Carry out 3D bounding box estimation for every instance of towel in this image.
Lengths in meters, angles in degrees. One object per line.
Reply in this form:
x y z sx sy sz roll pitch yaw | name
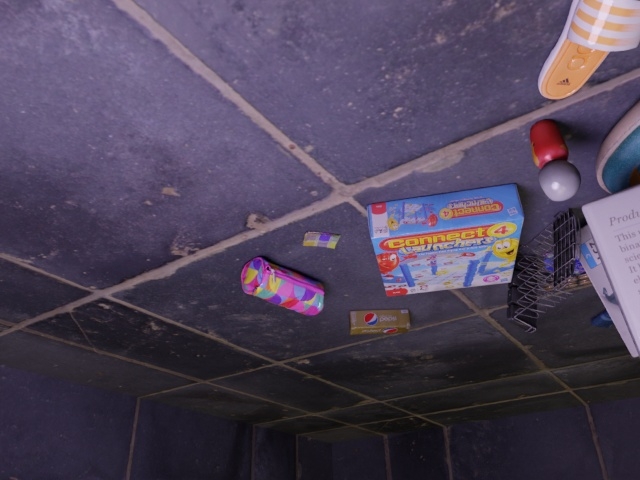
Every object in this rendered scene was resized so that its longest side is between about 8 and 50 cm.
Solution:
0.916 0.242 1.704 0.067 0.029 0.119 4 150 -9 | towel
0.000 0.000 1.255 0.083 0.009 0.060 5 148 -12 | towel

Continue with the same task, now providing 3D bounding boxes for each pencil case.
-0.091 0.120 1.371 0.104 0.104 0.236 -26 144 35 | pencil case

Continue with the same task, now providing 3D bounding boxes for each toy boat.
0.517 -0.139 0.910 0.318 0.148 0.267 -3 150 1 | toy boat

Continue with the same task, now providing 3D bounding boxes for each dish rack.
0.512 0.066 1.218 0.074 0.208 0.271 18 145 -4 | dish rack

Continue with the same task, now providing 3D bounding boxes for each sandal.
0.387 -0.275 0.739 0.102 0.076 0.265 -1 150 -2 | sandal

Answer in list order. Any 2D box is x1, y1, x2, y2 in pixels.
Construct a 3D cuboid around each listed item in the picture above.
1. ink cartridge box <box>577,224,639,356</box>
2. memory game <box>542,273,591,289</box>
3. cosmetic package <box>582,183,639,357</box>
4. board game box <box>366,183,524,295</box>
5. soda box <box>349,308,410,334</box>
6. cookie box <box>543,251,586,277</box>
0.688 0.055 1.105 0.066 0.296 0.261 -6 153 -28 | ink cartridge box
0.682 0.107 1.424 0.186 0.012 0.186 -10 165 -3 | memory game
0.650 0.092 0.831 0.329 0.394 0.327 -21 161 25 | cosmetic package
0.279 0.012 1.216 0.308 0.086 0.302 -8 150 10 | board game box
0.179 0.249 1.644 0.181 0.058 0.061 -1 150 0 | soda box
0.625 0.057 1.358 0.092 0.040 0.107 -21 145 31 | cookie box
